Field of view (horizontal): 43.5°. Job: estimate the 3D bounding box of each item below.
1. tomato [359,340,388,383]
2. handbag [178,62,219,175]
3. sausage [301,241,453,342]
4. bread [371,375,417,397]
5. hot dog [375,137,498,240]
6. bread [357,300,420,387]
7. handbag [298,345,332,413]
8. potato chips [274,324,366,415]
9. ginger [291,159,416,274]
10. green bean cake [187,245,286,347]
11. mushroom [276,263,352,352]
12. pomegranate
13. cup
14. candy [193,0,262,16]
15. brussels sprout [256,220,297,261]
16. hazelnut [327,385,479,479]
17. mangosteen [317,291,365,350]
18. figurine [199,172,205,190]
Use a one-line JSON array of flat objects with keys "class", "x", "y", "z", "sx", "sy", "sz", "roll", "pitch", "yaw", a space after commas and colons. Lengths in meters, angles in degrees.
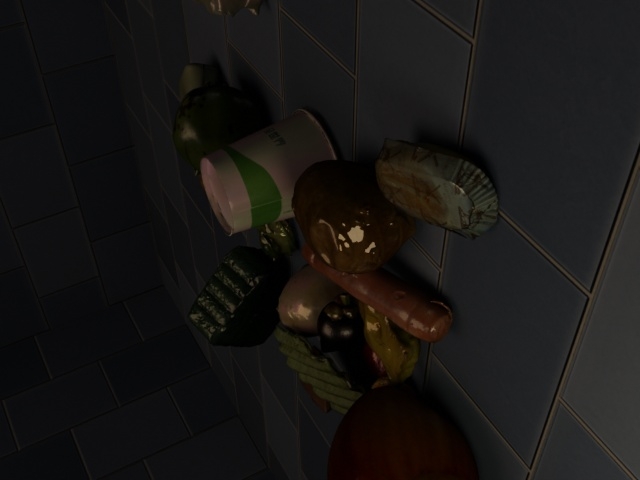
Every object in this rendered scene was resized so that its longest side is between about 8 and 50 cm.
[{"class": "tomato", "x": 0.140, "y": 0.302, "z": 1.940, "sx": 0.155, "sy": 0.069, "sz": 0.155, "roll": 51, "pitch": 154, "yaw": 37}, {"class": "handbag", "x": -0.376, "y": -0.347, "z": 2.360, "sx": 0.241, "sy": 0.109, "sz": 0.315, "roll": 152, "pitch": 126, "yaw": -71}, {"class": "sausage", "x": 0.108, "y": 0.090, "z": 1.695, "sx": 0.419, "sy": 0.094, "sz": 0.094, "roll": 32, "pitch": 152, "yaw": 43}, {"class": "bread", "x": 0.172, "y": 0.362, "z": 1.883, "sx": 0.110, "sy": 0.044, "sz": 0.083, "roll": 30, "pitch": 137, "yaw": -10}, {"class": "hot dog", "x": 0.197, "y": -0.098, "z": 1.388, "sx": 0.270, "sy": 0.082, "sz": 0.162, "roll": 27, "pitch": 144, "yaw": 50}, {"class": "bread", "x": 0.152, "y": 0.194, "z": 1.783, "sx": 0.233, "sy": 0.088, "sz": 0.161, "roll": 60, "pitch": 153, "yaw": 28}, {"class": "handbag", "x": -0.003, "y": 0.422, "z": 2.417, "sx": 0.193, "sy": 0.072, "sz": 0.151, "roll": 41, "pitch": 146, "yaw": 49}, {"class": "potato chips", "x": 0.027, "y": 0.358, "z": 2.071, "sx": 0.358, "sy": 0.070, "sz": 0.429, "roll": 48, "pitch": 163, "yaw": -18}, {"class": "ginger", "x": 0.053, "y": -0.062, "z": 1.605, "sx": 0.269, "sy": 0.200, "sz": 0.223, "roll": 64, "pitch": 160, "yaw": 13}, {"class": "green bean cake", "x": -0.227, "y": 0.177, "z": 2.498, "sx": 0.169, "sy": 0.300, "sz": 0.308, "roll": 41, "pitch": -170, "yaw": 28}, {"class": "mushroom", "x": -0.006, "y": 0.186, "z": 2.058, "sx": 0.236, "sy": 0.162, "sz": 0.173, "roll": 69, "pitch": 161, "yaw": -7}, {"class": "pomegranate", "x": -0.273, "y": -0.310, "z": 2.139, "sx": 0.254, "sy": 0.254, "sz": 0.270, "roll": 136, "pitch": 128, "yaw": -68}, {"class": "cup", "x": -0.118, "y": -0.147, "z": 1.843, "sx": 0.253, "sy": 0.274, "sz": 0.253, "roll": 52, "pitch": 154, "yaw": 38}, {"class": "candy", "x": -0.223, "y": -0.628, "z": 1.831, "sx": 0.185, "sy": 0.137, "sz": 0.195, "roll": 47, "pitch": 149, "yaw": 44}, {"class": "brussels sprout", "x": -0.133, "y": -0.026, "z": 2.271, "sx": 0.181, "sy": 0.100, "sz": 0.139, "roll": 61, "pitch": -177, "yaw": -32}, {"class": "hazelnut", "x": 0.171, "y": 0.500, "z": 1.715, "sx": 0.366, "sy": 0.366, "sz": 0.366, "roll": 52, "pitch": 154, "yaw": 38}, {"class": "mangosteen", "x": 0.058, "y": 0.185, "z": 1.925, "sx": 0.137, "sy": 0.137, "sz": 0.151, "roll": 46, "pitch": 143, "yaw": 46}, {"class": "figurine", "x": -0.259, "y": -0.147, "z": 2.339, "sx": 0.215, "sy": 0.215, "sz": 0.228, "roll": 145, "pitch": 116, "yaw": -69}]
